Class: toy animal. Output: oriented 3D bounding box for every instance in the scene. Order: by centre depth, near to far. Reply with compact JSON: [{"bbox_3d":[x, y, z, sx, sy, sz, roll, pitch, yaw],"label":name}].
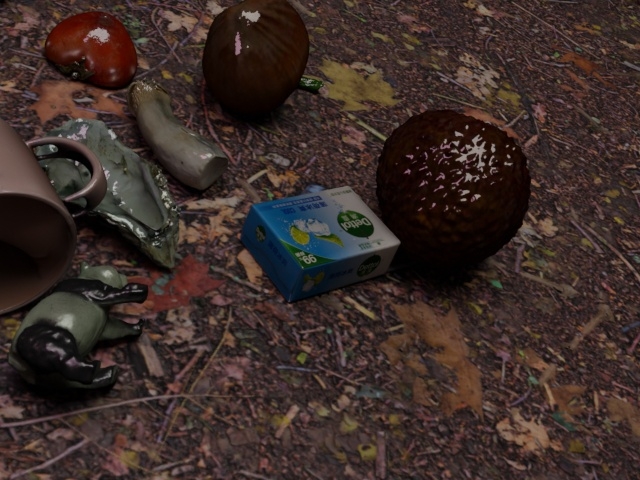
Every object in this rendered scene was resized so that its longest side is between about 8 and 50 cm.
[{"bbox_3d":[-0.282,0.099,1.131,0.121,0.094,0.225,17,38,5],"label":"toy animal"}]

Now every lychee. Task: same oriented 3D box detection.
[{"bbox_3d":[0.201,-0.078,1.476,0.260,0.261,0.261,15,38,-12],"label":"lychee"}]

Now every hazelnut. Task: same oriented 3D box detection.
[{"bbox_3d":[-0.121,-0.323,1.631,0.210,0.210,0.186,-9,10,-36],"label":"hazelnut"}]

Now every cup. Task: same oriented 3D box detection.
[{"bbox_3d":[-0.391,-0.057,1.147,0.252,0.191,0.200,-26,52,-14],"label":"cup"}]

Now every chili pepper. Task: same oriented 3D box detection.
[{"bbox_3d":[-0.039,-0.300,1.785,0.091,0.034,0.030,13,72,-16],"label":"chili pepper"}]

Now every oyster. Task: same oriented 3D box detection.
[{"bbox_3d":[-0.294,-0.083,1.337,0.252,0.087,0.199,17,47,2],"label":"oyster"}]

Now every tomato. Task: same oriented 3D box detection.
[{"bbox_3d":[-0.379,-0.333,1.585,0.159,0.091,0.139,23,36,1],"label":"tomato"}]

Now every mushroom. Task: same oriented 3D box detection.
[{"bbox_3d":[-0.233,-0.168,1.479,0.092,0.081,0.223,-31,59,-26],"label":"mushroom"}]

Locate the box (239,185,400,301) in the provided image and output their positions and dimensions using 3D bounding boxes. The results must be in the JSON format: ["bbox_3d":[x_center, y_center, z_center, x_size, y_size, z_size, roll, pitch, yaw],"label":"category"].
[{"bbox_3d":[-0.001,0.000,1.407,0.194,0.073,0.139,-14,51,-39],"label":"box"}]
